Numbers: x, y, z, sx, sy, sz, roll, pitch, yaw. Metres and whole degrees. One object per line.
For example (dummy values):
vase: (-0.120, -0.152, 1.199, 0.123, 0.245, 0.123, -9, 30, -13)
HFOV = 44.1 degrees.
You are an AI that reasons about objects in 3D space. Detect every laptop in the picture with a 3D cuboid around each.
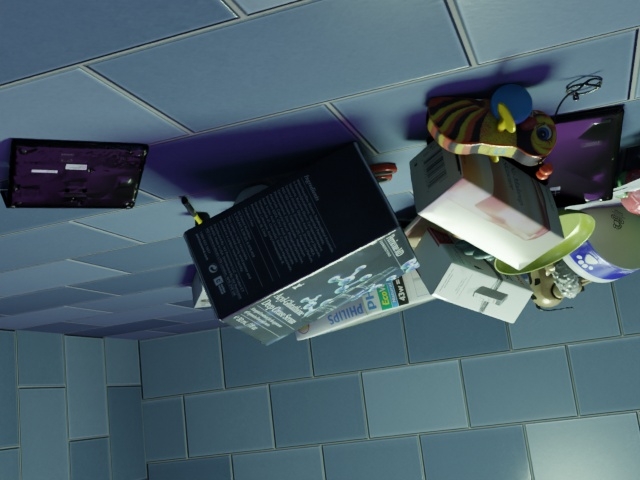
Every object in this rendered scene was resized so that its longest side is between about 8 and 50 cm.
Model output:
laptop: (0.429, -0.181, 1.757, 0.382, 0.236, 0.407, -9, 139, 7)
laptop: (-0.472, -0.132, 1.495, 0.234, 0.136, 0.264, -1, 141, -26)

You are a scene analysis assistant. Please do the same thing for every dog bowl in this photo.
dog bowl: (0.722, -0.032, 2.013, 0.265, 0.264, 0.104, -1, 161, -25)

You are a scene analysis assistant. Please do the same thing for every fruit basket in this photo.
fruit basket: (0.800, -0.136, 1.838, 0.353, 0.165, 0.327, 1, 166, -24)

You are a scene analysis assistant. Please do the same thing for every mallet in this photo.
mallet: (-0.293, -0.050, 1.854, 0.039, 0.062, 0.189, -9, 167, 4)

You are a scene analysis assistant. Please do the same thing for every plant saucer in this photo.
plant saucer: (0.499, -0.003, 1.785, 0.241, 0.037, 0.241, -15, 151, -9)

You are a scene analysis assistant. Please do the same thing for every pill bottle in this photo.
pill bottle: (-0.147, -0.064, 1.775, 0.103, 0.103, 0.184, -3, 167, -16)

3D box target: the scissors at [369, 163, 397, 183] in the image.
scissors: (0.023, -0.133, 1.758, 0.297, 0.021, 0.109, -7, 170, 5)

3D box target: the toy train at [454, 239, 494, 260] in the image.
toy train: (0.433, -0.046, 1.966, 0.190, 0.142, 0.334, -19, -172, -2)

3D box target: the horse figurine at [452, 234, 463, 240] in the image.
horse figurine: (0.463, -0.029, 2.370, 0.175, 0.066, 0.263, -7, 170, -24)

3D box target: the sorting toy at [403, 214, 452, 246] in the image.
sorting toy: (0.309, -0.043, 2.180, 0.208, 0.038, 0.193, -2, 147, -38)

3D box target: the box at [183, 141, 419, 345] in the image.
box: (-0.028, 0.020, 1.649, 0.396, 0.212, 0.293, -29, 158, 6)

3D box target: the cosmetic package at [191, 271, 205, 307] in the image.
cosmetic package: (-0.284, 0.148, 2.707, 0.285, 0.097, 0.377, -7, 168, -14)

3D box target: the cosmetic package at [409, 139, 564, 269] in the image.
cosmetic package: (0.331, -0.080, 1.573, 0.296, 0.153, 0.129, 26, 131, -31)

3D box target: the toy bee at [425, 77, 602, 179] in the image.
toy bee: (0.336, -0.184, 1.353, 0.298, 0.162, 0.195, -12, 165, 21)

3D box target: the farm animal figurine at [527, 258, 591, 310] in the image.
farm animal figurine: (0.602, 0.045, 2.195, 0.172, 0.326, 0.330, -11, 158, -1)

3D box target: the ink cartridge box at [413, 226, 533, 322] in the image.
ink cartridge box: (0.402, 0.093, 2.118, 0.273, 0.197, 0.114, 20, 113, -22)

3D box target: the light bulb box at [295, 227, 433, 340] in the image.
light bulb box: (0.134, 0.122, 2.339, 0.361, 0.225, 0.358, -10, 169, -38)
